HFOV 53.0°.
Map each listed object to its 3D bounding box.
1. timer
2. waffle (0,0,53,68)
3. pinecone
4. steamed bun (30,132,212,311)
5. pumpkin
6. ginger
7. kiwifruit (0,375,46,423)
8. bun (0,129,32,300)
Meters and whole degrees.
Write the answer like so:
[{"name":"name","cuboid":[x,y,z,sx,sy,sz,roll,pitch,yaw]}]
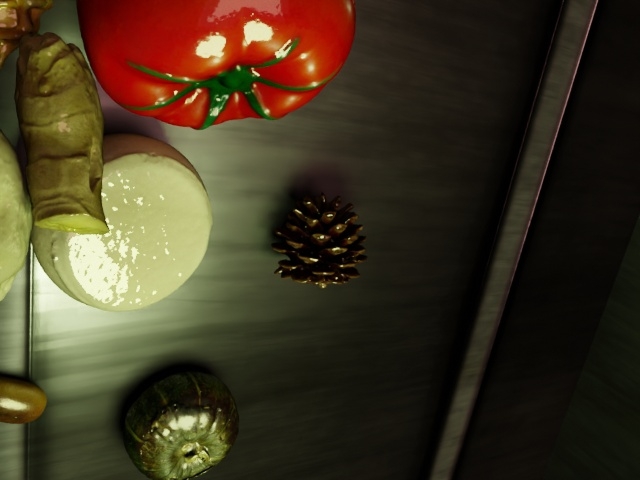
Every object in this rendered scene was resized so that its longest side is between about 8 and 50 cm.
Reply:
[{"name":"timer","cuboid":[-0.140,-0.321,0.892,0.377,0.378,0.280,1,75,-37]},{"name":"waffle","cuboid":[-0.488,-0.353,0.762,0.261,0.151,0.324,-49,131,-11]},{"name":"pinecone","cuboid":[0.000,0.000,1.283,0.207,0.207,0.208,-17,122,-30]},{"name":"steamed bun","cuboid":[-0.323,-0.037,1.024,0.282,0.177,0.283,-21,126,-33]},{"name":"pumpkin","cuboid":[-0.273,0.377,1.291,0.237,0.159,0.238,-21,129,-29]},{"name":"ginger","cuboid":[-0.334,-0.135,0.835,0.109,0.116,0.263,-5,85,-44]},{"name":"kiwifruit","cuboid":[-0.532,0.275,1.103,0.124,0.075,0.075,33,91,-47]},{"name":"bun","cuboid":[-0.534,-0.033,0.773,0.359,0.211,0.360,-2,133,-2]}]
